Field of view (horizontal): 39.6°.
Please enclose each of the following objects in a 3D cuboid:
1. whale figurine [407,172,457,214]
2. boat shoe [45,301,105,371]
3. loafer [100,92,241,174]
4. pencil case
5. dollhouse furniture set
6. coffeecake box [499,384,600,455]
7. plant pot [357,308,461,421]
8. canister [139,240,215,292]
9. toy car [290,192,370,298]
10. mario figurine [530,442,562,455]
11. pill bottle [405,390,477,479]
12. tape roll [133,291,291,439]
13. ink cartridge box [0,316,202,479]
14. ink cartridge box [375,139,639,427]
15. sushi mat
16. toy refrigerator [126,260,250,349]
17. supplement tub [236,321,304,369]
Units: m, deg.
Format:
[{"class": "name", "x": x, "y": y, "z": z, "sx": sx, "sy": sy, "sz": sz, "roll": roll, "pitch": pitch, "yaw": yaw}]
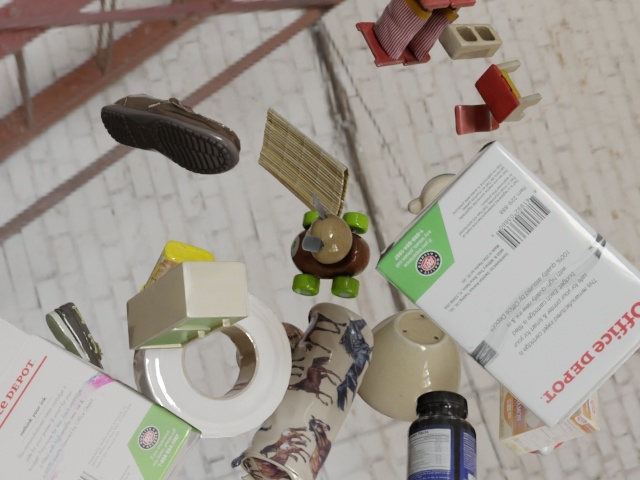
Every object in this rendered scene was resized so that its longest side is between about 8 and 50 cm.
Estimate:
[{"class": "whale figurine", "x": 0.351, "y": -0.066, "z": 2.568, "sx": 0.141, "sy": 0.216, "sz": 0.271, "roll": -75, "pitch": -174, "yaw": -70}, {"class": "boat shoe", "x": -0.536, "y": 0.248, "z": 2.027, "sx": 0.081, "sy": 0.069, "sz": 0.227, "roll": -18, "pitch": -76, "yaw": 50}, {"class": "loafer", "x": -0.308, "y": -0.253, "z": 1.905, "sx": 0.366, "sy": 0.130, "sz": 0.133, "roll": 22, "pitch": -37, "yaw": 27}, {"class": "pencil case", "x": -0.025, "y": 0.320, "z": 1.815, "sx": 0.184, "sy": 0.410, "sz": 0.160, "roll": -9, "pitch": -48, "yaw": 42}, {"class": "dollhouse furniture set", "x": 0.250, "y": -0.364, "z": 1.805, "sx": 0.201, "sy": 0.152, "sz": 0.374, "roll": -51, "pitch": -122, "yaw": 48}, {"class": "coffeecake box", "x": 0.448, "y": 0.325, "z": 1.754, "sx": 0.068, "sy": 0.186, "sz": 0.142, "roll": 41, "pitch": 39, "yaw": -26}, {"class": "plant pot", "x": 0.229, "y": 0.282, "z": 2.222, "sx": 0.284, "sy": 0.284, "sz": 0.190, "roll": -121, "pitch": -148, "yaw": -44}, {"class": "canister", "x": -0.321, "y": 0.089, "z": 1.991, "sx": 0.170, "sy": 0.126, "sz": 0.073, "roll": -58, "pitch": -155, "yaw": 34}, {"class": "toy car", "x": 0.000, "y": 0.000, "z": 1.577, "sx": 0.188, "sy": 0.149, "sz": 0.155, "roll": 53, "pitch": 43, "yaw": -63}, {"class": "mario figurine", "x": 0.520, "y": 0.372, "z": 2.095, "sx": 0.170, "sy": 0.198, "sz": 0.320, "roll": 29, "pitch": -57, "yaw": 25}, {"class": "pill bottle", "x": 0.209, "y": 0.378, "z": 1.537, "sx": 0.122, "sy": 0.123, "sz": 0.219, "roll": 98, "pitch": -1, "yaw": -53}, {"class": "tape roll", "x": -0.201, "y": 0.229, "z": 1.667, "sx": 0.100, "sy": 0.286, "sz": 0.286, "roll": -26, "pitch": -101, "yaw": 62}, {"class": "ink cartridge box", "x": -0.382, "y": 0.280, "z": 1.320, "sx": 0.354, "sy": 0.207, "sz": 0.119, "roll": 29, "pitch": -12, "yaw": 8}, {"class": "ink cartridge box", "x": 0.243, "y": 0.051, "z": 1.092, "sx": 0.289, "sy": 0.211, "sz": 0.121, "roll": 44, "pitch": 7, "yaw": 1}, {"class": "sushi mat", "x": -0.041, "y": -0.157, "z": 1.912, "sx": 0.316, "sy": 0.019, "sz": 0.151, "roll": 43, "pitch": -48, "yaw": 43}, {"class": "toy refrigerator", "x": -0.216, "y": 0.111, "z": 1.407, "sx": 0.269, "sy": 0.102, "sz": 0.094, "roll": -30, "pitch": -117, "yaw": 55}, {"class": "supplement tub", "x": -0.102, "y": 0.246, "z": 1.989, "sx": 0.190, "sy": 0.117, "sz": 0.116, "roll": -9, "pitch": 83, "yaw": -72}]
